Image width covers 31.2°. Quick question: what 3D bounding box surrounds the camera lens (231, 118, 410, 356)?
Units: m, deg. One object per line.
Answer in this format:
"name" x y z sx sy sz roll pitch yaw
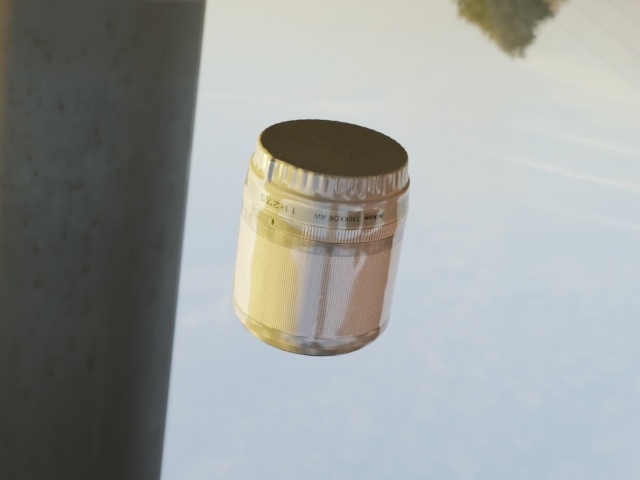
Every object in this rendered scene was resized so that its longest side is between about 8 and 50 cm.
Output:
"camera lens" 0.000 0.000 1.529 0.219 0.274 0.219 7 -154 -3
